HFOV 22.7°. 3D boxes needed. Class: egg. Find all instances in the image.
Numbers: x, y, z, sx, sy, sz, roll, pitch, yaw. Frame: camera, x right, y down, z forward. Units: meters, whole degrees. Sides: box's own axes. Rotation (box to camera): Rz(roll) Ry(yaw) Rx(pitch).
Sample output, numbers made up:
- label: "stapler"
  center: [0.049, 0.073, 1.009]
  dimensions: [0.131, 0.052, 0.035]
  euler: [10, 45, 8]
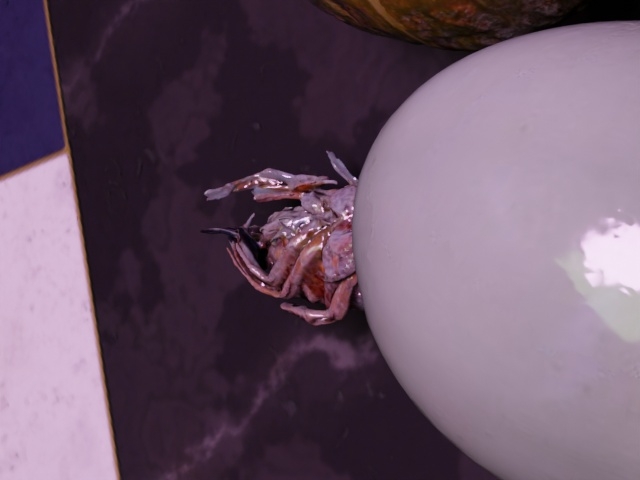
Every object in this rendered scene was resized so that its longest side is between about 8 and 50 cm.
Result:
- label: "egg"
  center: [0.137, 0.017, 0.634]
  dimensions: [0.283, 0.203, 0.203]
  euler: [25, 104, 35]

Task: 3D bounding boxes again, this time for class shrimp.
- label: "shrimp"
  center: [0.001, 0.000, 0.838]
  dimensions: [0.190, 0.075, 0.073]
  euler: [10, 127, 49]

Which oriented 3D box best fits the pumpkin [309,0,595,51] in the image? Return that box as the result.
- label: "pumpkin"
  center: [0.080, -0.183, 0.730]
  dimensions: [0.219, 0.162, 0.219]
  euler: [-28, 46, 33]
